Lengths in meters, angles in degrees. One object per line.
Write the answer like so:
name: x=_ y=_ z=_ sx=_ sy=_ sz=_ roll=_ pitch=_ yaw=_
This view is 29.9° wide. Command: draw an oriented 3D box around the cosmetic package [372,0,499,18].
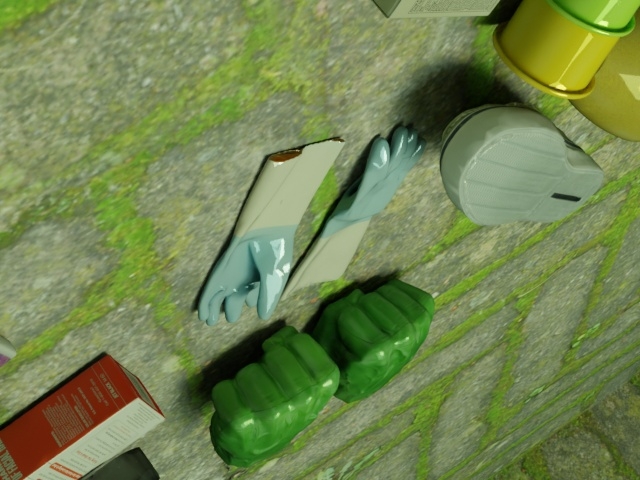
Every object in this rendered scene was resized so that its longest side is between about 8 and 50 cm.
cosmetic package: x=0.085 y=-0.187 z=0.820 sx=0.115 sy=0.041 sz=0.060 roll=-11 pitch=146 yaw=-47

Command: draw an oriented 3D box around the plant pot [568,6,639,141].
plant pot: x=0.254 y=-0.159 z=1.034 sx=0.095 sy=0.134 sz=0.134 roll=8 pitch=133 yaw=-37

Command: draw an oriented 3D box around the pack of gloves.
pack of gloves: x=0.000 y=0.000 z=1.051 sx=0.195 sy=0.046 sz=0.232 roll=-17 pitch=150 yaw=-38

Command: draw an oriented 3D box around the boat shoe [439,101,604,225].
boat shoe: x=0.168 y=-0.076 z=1.085 sx=0.109 sy=0.094 sz=0.302 roll=-47 pitch=157 yaw=15

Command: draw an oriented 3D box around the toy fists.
toy fists: x=0.003 y=0.129 z=1.244 sx=0.279 sy=0.096 sz=0.142 roll=-26 pitch=165 yaw=-29

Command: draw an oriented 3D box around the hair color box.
hair color box: x=-0.227 y=0.176 z=1.044 sx=0.167 sy=0.053 sz=0.093 roll=-36 pitch=160 yaw=-6

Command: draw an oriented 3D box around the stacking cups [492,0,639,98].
stacking cups: x=0.245 y=-0.252 z=0.877 sx=0.096 sy=0.096 sz=0.316 roll=-14 pitch=146 yaw=-44

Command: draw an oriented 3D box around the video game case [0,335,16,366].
video game case: x=-0.303 y=0.098 z=0.825 sx=0.143 sy=0.019 sz=0.157 roll=-37 pitch=157 yaw=-1

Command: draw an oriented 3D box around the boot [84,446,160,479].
boot: x=-0.180 y=0.474 z=1.124 sx=0.367 sy=0.445 sz=0.146 roll=-39 pitch=173 yaw=24
